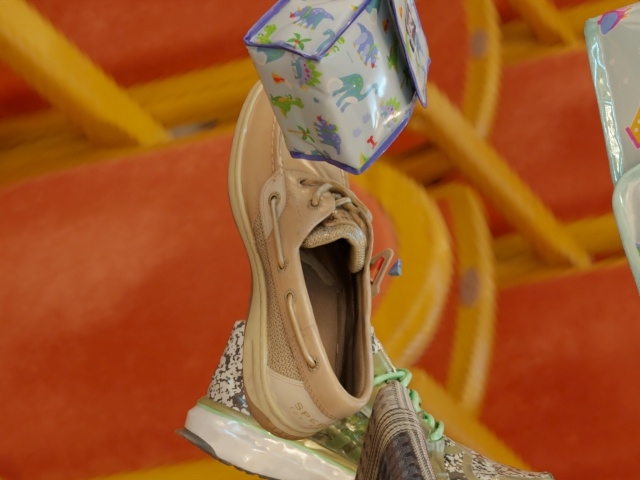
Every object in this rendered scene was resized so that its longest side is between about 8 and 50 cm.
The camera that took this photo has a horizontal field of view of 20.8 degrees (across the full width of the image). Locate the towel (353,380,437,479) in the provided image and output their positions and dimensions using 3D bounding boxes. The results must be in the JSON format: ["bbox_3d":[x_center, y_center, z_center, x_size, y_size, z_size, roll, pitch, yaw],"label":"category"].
[{"bbox_3d":[0.058,0.336,1.523,0.056,0.324,0.312,9,23,-11],"label":"towel"}]

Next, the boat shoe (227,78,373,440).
[{"bbox_3d":[0.000,0.000,1.522,0.122,0.110,0.341,14,62,-39],"label":"boat shoe"}]

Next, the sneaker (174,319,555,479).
[{"bbox_3d":[0.061,0.187,1.852,0.158,0.410,0.182,-179,-77,-87],"label":"sneaker"}]

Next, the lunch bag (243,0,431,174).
[{"bbox_3d":[0.029,-0.149,1.378,0.151,0.096,0.129,-50,139,-30],"label":"lunch bag"}]

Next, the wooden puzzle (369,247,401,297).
[{"bbox_3d":[0.046,0.045,1.914,0.014,0.116,0.078,44,31,-19],"label":"wooden puzzle"}]

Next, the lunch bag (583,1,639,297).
[{"bbox_3d":[0.327,-0.061,1.274,0.160,0.223,0.262,40,41,-55],"label":"lunch bag"}]
